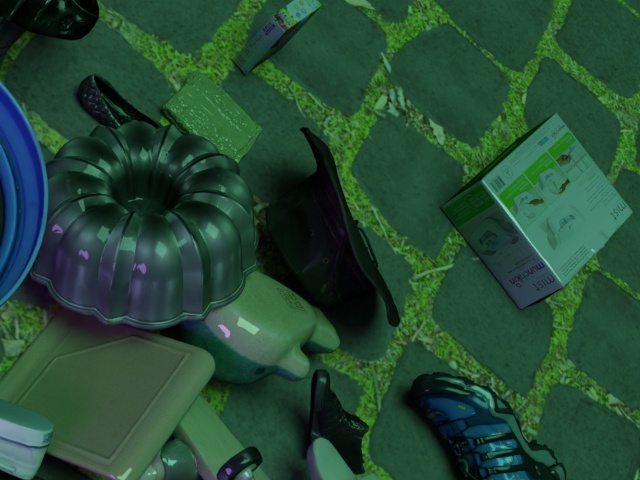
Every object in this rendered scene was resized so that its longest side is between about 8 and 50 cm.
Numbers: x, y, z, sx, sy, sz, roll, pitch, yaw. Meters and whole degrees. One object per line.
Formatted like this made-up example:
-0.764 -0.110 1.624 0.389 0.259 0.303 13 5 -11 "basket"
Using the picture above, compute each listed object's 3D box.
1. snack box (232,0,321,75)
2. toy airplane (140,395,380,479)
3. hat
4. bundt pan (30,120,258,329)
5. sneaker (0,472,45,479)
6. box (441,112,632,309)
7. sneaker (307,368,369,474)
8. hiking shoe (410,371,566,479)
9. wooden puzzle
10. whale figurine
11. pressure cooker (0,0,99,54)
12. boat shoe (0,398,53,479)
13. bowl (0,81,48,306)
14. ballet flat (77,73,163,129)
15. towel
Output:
-0.070 -0.332 2.046 0.037 0.141 0.100 48 52 -3 "snack box"
-0.073 0.397 1.659 0.384 0.272 0.386 39 15 -24 "toy airplane"
0.000 0.000 1.920 0.133 0.331 0.331 -24 80 5 "hat"
-0.239 -0.043 1.725 0.330 0.124 0.331 6 45 -6 "bundt pan"
-0.422 0.323 1.494 0.281 0.162 0.107 -7 72 -35 "sneaker"
0.382 -0.054 2.218 0.231 0.126 0.262 51 51 -3 "box"
0.029 0.261 1.846 0.089 0.170 0.051 1 25 -6 "sneaker"
0.252 0.324 1.963 0.304 0.113 0.132 40 52 -11 "hiking shoe"
-0.287 0.199 1.660 0.238 0.044 0.221 19 50 20 "wooden puzzle"
-0.092 0.131 1.837 0.272 0.141 0.216 10 36 -54 "whale figurine"
-0.468 -0.414 1.680 0.420 0.375 0.370 39 50 -11 "pressure cooker"
-0.458 0.222 1.554 0.258 0.095 0.084 20 98 3 "boat shoe"
-0.488 -0.059 1.360 0.391 0.077 0.391 14 62 -27 "bowl"
-0.284 -0.181 1.894 0.173 0.049 0.057 35 55 -15 "ballet flat"
-0.168 -0.185 1.987 0.148 0.027 0.110 42 53 -11 "towel"
